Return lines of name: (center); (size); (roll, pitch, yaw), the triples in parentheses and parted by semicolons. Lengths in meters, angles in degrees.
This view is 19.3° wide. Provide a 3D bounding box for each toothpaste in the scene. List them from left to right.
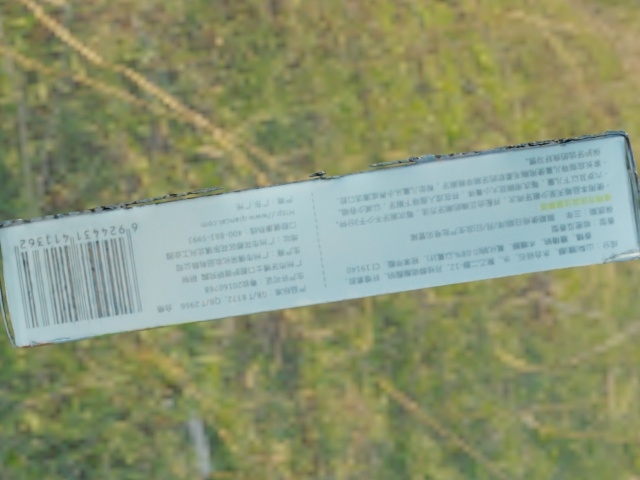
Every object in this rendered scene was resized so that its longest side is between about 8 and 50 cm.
toothpaste: (0.000, 0.000, 0.488); (0.046, 0.164, 0.034); (7, 75, -86)
